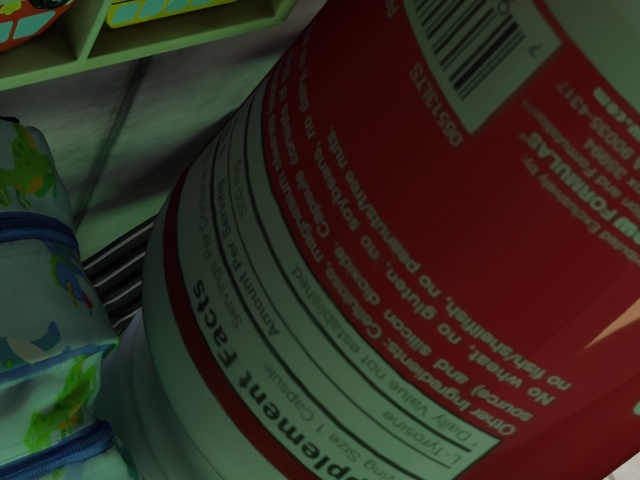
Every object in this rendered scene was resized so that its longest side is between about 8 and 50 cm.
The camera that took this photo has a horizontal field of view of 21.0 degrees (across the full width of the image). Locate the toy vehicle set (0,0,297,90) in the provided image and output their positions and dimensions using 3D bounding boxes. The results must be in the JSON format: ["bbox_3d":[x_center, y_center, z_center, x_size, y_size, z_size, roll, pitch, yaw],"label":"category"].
[{"bbox_3d":[-0.097,-0.104,0.523,0.266,0.035,0.166,-18,158,-32],"label":"toy vehicle set"}]

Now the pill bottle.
[{"bbox_3d":[0.069,-0.005,0.730,0.229,0.229,0.408,-13,155,-47],"label":"pill bottle"}]

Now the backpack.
[{"bbox_3d":[-0.226,0.073,0.767,0.290,0.273,0.355,-8,150,-37],"label":"backpack"}]

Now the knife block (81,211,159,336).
[{"bbox_3d":[-0.053,0.031,1.091,0.242,0.088,0.275,-51,159,25],"label":"knife block"}]
